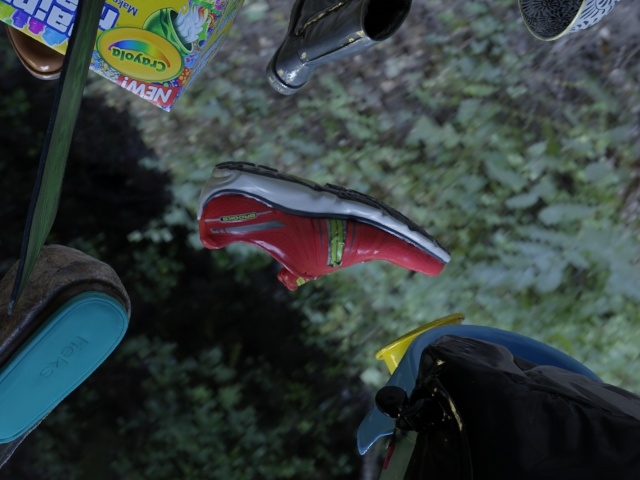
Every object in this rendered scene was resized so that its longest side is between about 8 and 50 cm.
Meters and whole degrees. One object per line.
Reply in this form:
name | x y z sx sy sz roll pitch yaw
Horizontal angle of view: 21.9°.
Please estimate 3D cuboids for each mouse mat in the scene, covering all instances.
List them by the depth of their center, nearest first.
mouse mat | -0.132 -0.069 0.863 0.007 0.152 0.190 15 108 -6

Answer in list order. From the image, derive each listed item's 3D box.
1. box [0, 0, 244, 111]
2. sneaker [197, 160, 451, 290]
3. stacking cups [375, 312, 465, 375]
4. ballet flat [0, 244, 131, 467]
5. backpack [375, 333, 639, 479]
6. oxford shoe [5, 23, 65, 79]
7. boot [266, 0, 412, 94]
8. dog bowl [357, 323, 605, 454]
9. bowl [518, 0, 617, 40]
box | -0.166 -0.307 1.300 0.290 0.177 0.279 28 115 -3
sneaker | 0.000 0.000 1.750 0.279 0.107 0.118 16 98 -15
stacking cups | 0.162 0.227 1.541 0.096 0.096 0.316 -33 79 33
ballet flat | -0.264 0.124 1.158 0.316 0.107 0.106 -42 46 -4
backpack | 0.089 0.149 0.784 0.152 0.115 0.182 20 99 14
oxford shoe | -0.311 -0.274 1.778 0.076 0.076 0.212 -13 70 -5
boot | 0.032 -0.266 1.908 0.076 0.190 0.208 31 148 -17
dog bowl | 0.116 0.143 0.978 0.166 0.297 0.074 13 114 -9
bowl | 0.283 -0.294 1.760 0.170 0.080 0.170 -176 90 -68
